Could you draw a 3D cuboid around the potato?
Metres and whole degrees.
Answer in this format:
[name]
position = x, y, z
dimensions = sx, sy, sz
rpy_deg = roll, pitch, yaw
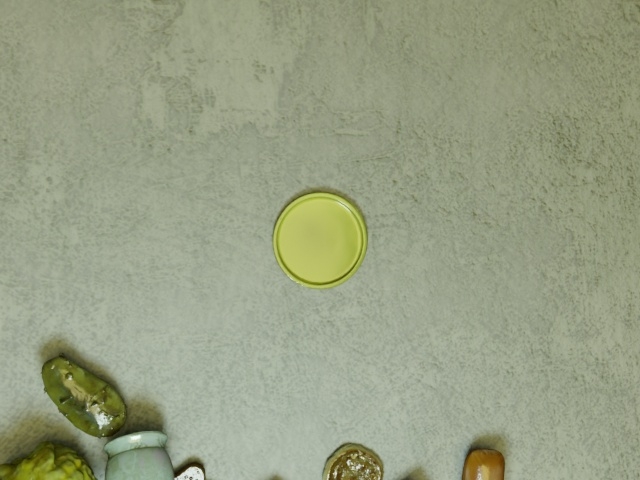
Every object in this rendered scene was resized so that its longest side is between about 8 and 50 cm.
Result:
[potato]
position = -0.525, 0.346, 1.573
dimensions = 0.117, 0.090, 0.225
rpy_deg = -44, 101, -8

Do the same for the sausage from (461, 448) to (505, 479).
[sausage]
position = 0.399, 0.655, 1.778
dimensions = 0.105, 0.105, 0.274
rpy_deg = 6, 91, -12

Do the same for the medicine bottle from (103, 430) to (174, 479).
[medicine bottle]
position = -0.398, 0.503, 1.558
dimensions = 0.148, 0.147, 0.143
rpy_deg = -8, 61, -12

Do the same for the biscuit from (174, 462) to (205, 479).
[biscuit]
position = -0.355, 0.615, 1.644
dimensions = 0.236, 0.039, 0.179
rpy_deg = -28, 98, -9

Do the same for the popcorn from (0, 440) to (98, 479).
[popcorn]
position = -0.586, 0.555, 1.519
dimensions = 0.255, 0.195, 0.256
rpy_deg = 11, 108, -7

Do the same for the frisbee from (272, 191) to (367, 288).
[frisbee]
position = 0.000, 0.000, 1.713
dimensions = 0.236, 0.017, 0.235
rpy_deg = 0, 92, -12

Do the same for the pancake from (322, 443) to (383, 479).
[pancake]
position = 0.081, 0.577, 1.743
dimensions = 0.158, 0.028, 0.158
rpy_deg = 0, 91, -15
